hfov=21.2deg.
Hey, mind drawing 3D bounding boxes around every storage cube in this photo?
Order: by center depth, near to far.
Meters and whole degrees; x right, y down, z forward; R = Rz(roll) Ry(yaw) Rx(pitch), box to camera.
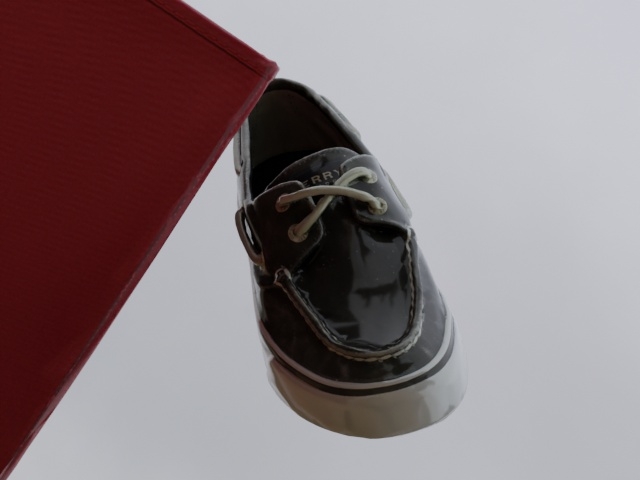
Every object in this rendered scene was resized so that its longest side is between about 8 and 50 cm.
[{"bbox_3d":[-0.156,-0.047,0.656,0.215,0.193,0.183,32,4,-14],"label":"storage cube"}]

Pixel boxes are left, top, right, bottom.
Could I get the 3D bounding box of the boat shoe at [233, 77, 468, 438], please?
[{"bbox_3d":[0.000,0.000,0.709,0.219,0.077,0.070,-119,-164,-57],"label":"boat shoe"}]
